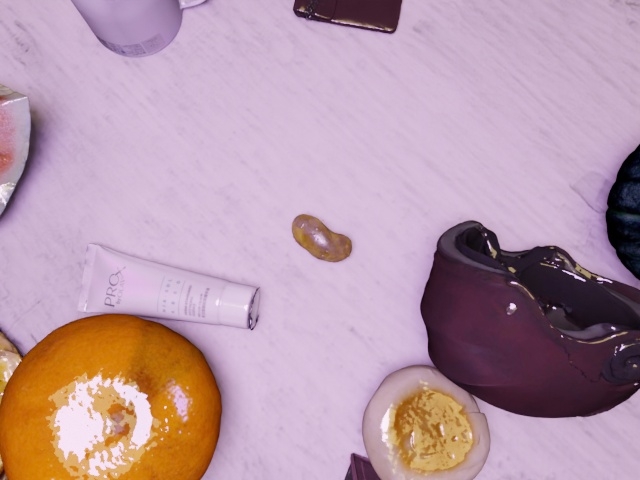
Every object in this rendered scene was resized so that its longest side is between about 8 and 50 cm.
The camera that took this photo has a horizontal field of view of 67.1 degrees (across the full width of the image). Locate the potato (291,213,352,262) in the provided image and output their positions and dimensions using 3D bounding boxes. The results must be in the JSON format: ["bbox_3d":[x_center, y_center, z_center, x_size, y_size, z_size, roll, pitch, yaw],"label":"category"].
[{"bbox_3d":[0.000,0.000,0.656,0.092,0.045,0.047,32,46,0],"label":"potato"}]

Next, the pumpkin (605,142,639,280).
[{"bbox_3d":[0.499,-0.037,0.581,0.247,0.248,0.248,0,82,-2],"label":"pumpkin"}]

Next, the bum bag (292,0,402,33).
[{"bbox_3d":[0.045,-0.371,0.717,0.159,0.026,0.109,10,81,-1],"label":"bum bag"}]

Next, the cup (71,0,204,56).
[{"bbox_3d":[-0.249,-0.337,0.643,0.173,0.142,0.134,17,81,0],"label":"cup"}]

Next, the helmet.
[{"bbox_3d":[0.256,0.111,0.572,0.305,0.225,0.177,22,109,1],"label":"helmet"}]

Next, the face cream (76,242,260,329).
[{"bbox_3d":[-0.200,0.068,0.636,0.243,0.058,0.092,9,87,5],"label":"face cream"}]

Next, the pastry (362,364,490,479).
[{"bbox_3d":[0.126,0.234,0.596,0.156,0.092,0.157,2,68,-4],"label":"pastry"}]

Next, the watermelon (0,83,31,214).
[{"bbox_3d":[-0.493,-0.107,0.596,0.259,0.176,0.256,-11,91,-26],"label":"watermelon"}]

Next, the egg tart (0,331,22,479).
[{"bbox_3d":[-0.500,0.214,0.572,0.294,0.116,0.295,0,80,-2],"label":"egg tart"}]

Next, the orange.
[{"bbox_3d":[-0.233,0.201,0.555,0.239,0.171,0.241,2,77,-8],"label":"orange"}]

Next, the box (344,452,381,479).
[{"bbox_3d":[0.056,0.317,0.597,0.060,0.084,0.063,21,90,0],"label":"box"}]
